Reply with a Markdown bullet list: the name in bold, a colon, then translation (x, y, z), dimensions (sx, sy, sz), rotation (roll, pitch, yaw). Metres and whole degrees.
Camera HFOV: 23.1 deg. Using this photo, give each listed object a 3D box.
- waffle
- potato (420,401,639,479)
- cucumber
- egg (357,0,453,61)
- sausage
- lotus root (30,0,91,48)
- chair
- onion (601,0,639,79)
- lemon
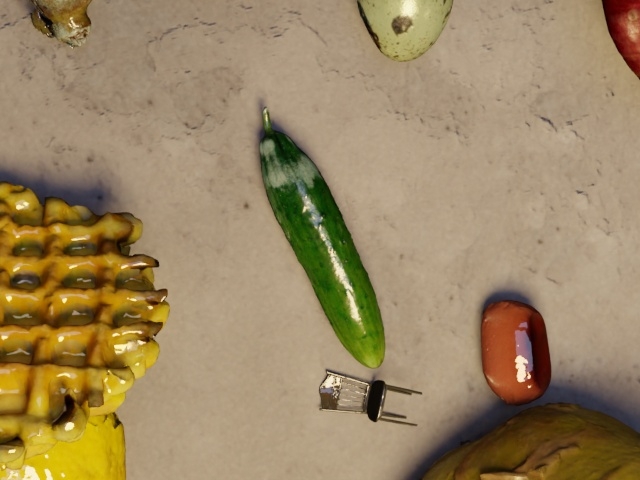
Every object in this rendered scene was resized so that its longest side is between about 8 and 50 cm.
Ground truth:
- **waffle**: translation (-0.273, 0.066, 1.205), dimensions (0.329, 0.329, 0.062), rotation (-3, 133, -9)
- **potato**: translation (0.214, 0.252, 1.287), dimensions (0.299, 0.196, 0.246), rotation (29, 73, 13)
- **cucumber**: translation (0.000, 0.000, 1.359), dimensions (0.056, 0.056, 0.250), rotation (-27, 96, -8)
- **egg**: translation (0.073, -0.210, 1.352), dimensions (0.085, 0.085, 0.110), rotation (4, 106, -9)
- **sausage**: translation (0.172, 0.099, 1.387), dimensions (0.054, 0.059, 0.094), rotation (-5, 92, 34)
- **lotus root**: translation (-0.214, -0.246, 1.309), dimensions (0.088, 0.088, 0.165), rotation (8, 99, -9)
- **chair**: translation (0.044, 0.140, 1.373), dimensions (0.086, 0.042, 0.037), rotation (11, 85, -10)
- **onion**: translation (0.351, -0.228, 1.346), dimensions (0.246, 0.190, 0.246), rotation (-7, 110, -21)
- **lemon**: translation (-0.245, 0.188, 1.262), dimensions (0.180, 0.180, 0.193), rotation (-7, 104, -9)
